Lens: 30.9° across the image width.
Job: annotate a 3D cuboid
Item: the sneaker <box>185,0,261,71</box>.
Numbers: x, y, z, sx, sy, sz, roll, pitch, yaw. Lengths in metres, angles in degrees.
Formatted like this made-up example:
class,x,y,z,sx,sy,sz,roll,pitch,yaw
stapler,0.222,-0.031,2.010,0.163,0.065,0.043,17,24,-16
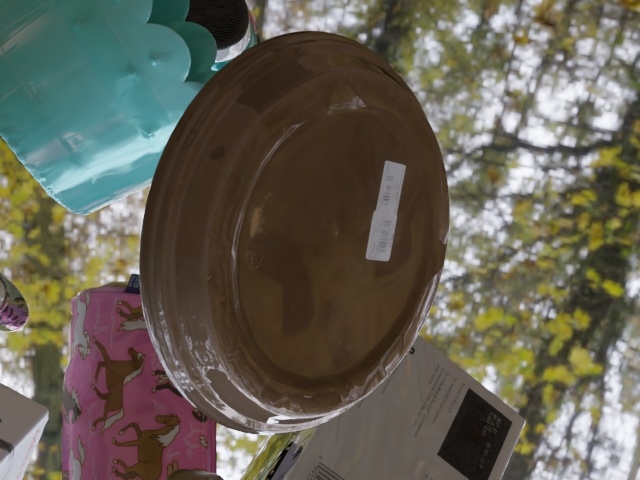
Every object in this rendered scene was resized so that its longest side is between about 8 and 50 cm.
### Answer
class,x,y,z,sx,sy,sz,roll,pitch,yaw
sneaker,-0.132,-0.282,1.442,0.124,0.178,0.295,-8,-126,-3

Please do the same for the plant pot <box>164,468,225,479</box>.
class,x,y,z,sx,sy,sz,roll,pitch,yaw
plant pot,-0.066,0.290,0.832,0.110,0.237,0.237,5,-146,9

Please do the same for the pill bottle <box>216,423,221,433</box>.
class,x,y,z,sx,sy,sz,roll,pitch,yaw
pill bottle,-0.216,0.277,1.592,0.118,0.117,0.208,24,-107,22

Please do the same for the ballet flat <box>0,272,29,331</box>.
class,x,y,z,sx,sy,sz,roll,pitch,yaw
ballet flat,-0.485,0.040,1.559,0.221,0.079,0.077,45,-110,-5

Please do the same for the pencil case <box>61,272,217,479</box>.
class,x,y,z,sx,sy,sz,roll,pitch,yaw
pencil case,-0.181,0.233,1.199,0.160,0.386,0.167,6,168,-32

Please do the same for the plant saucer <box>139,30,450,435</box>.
class,x,y,z,sx,sy,sz,roll,pitch,yaw
plant saucer,0.000,0.000,0.778,0.041,0.277,0.278,12,-151,43

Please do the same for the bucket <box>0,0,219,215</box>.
class,x,y,z,sx,sy,sz,roll,pitch,yaw
bucket,-0.205,-0.171,1.092,0.183,0.281,0.281,-29,-142,5

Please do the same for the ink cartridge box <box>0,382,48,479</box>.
class,x,y,z,sx,sy,sz,roll,pitch,yaw
ink cartridge box,-0.501,0.336,1.559,0.114,0.197,0.273,29,-154,4

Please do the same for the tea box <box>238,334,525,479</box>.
class,x,y,z,sx,sy,sz,roll,pitch,yaw
tea box,0.026,0.323,1.368,0.220,0.323,0.329,38,-136,-2
